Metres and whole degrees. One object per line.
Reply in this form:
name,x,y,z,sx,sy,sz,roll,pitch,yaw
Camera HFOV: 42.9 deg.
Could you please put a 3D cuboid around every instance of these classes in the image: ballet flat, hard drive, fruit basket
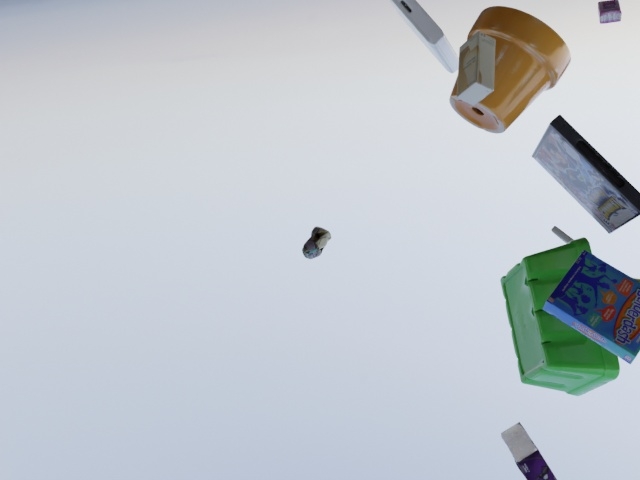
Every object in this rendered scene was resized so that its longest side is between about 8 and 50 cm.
ballet flat,0.000,0.000,1.475,0.041,0.041,0.114,-2,-158,15
hard drive,0.221,-0.483,1.809,0.040,0.203,0.307,-40,170,13
fruit basket,0.683,0.188,2.055,0.392,0.392,0.283,-14,161,-17

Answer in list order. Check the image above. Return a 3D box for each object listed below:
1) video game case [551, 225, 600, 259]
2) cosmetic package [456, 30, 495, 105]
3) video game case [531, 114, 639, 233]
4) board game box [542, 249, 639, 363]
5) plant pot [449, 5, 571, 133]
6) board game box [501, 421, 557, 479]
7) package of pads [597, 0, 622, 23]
video game case,0.778,0.040,2.389,0.173,0.022,0.190,27,-165,-51
cosmetic package,0.277,-0.306,1.450,0.041,0.115,0.060,19,151,-22
video game case,0.556,-0.131,1.705,0.035,0.248,0.275,-42,170,0
board game box,0.607,0.138,1.727,0.210,0.047,0.160,33,-113,20
plant pot,0.357,-0.324,1.613,0.205,0.205,0.188,22,-103,54
board game box,0.425,0.484,1.367,0.056,0.347,0.208,-33,176,8
package of pads,0.685,-0.542,1.930,0.050,0.032,0.083,-1,-146,16
